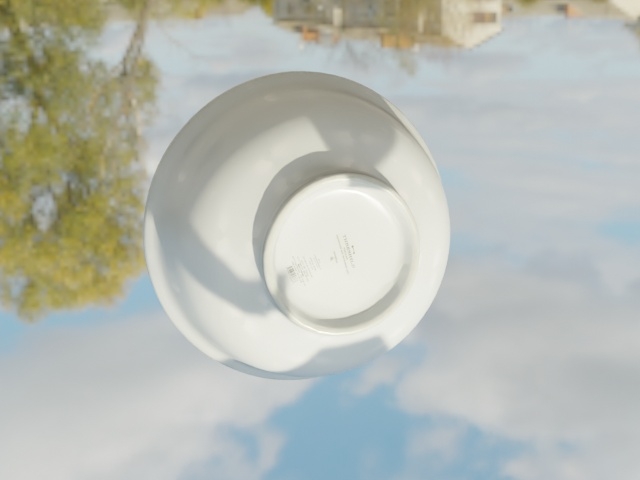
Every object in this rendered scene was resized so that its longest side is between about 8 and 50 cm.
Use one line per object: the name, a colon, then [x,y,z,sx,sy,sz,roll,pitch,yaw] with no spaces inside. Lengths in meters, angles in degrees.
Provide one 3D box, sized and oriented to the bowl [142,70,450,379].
bowl: [0.000,0.000,1.107,0.297,0.298,0.134,-5,-168,-18]
